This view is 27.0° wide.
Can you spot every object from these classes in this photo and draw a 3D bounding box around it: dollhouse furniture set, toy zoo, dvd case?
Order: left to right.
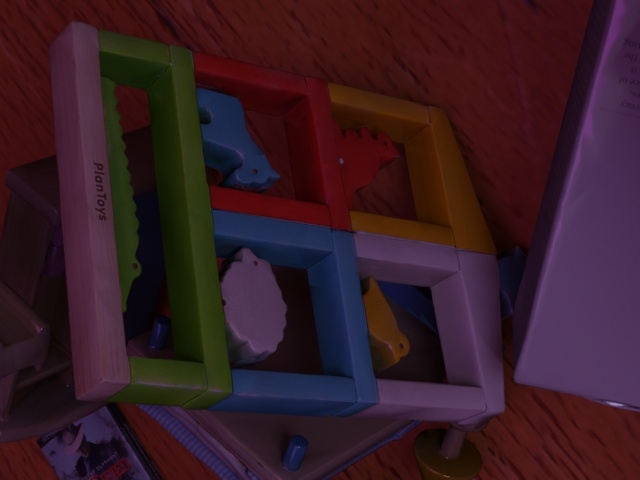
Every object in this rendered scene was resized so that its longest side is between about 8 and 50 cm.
[{"bbox_3d":[-0.160,0.182,1.012,0.087,0.013,0.119,-38,79,33],"label":"dvd case"},{"bbox_3d":[-0.092,0.111,0.795,0.303,0.286,0.198,37,127,24],"label":"dollhouse furniture set"},{"bbox_3d":[0.000,0.000,0.713,0.030,0.293,0.192,-34,57,45],"label":"toy zoo"}]

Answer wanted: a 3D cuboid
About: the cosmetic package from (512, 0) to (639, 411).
[{"bbox_3d":[0.178,-0.032,0.679,0.117,0.085,0.231,13,112,2],"label":"cosmetic package"}]
